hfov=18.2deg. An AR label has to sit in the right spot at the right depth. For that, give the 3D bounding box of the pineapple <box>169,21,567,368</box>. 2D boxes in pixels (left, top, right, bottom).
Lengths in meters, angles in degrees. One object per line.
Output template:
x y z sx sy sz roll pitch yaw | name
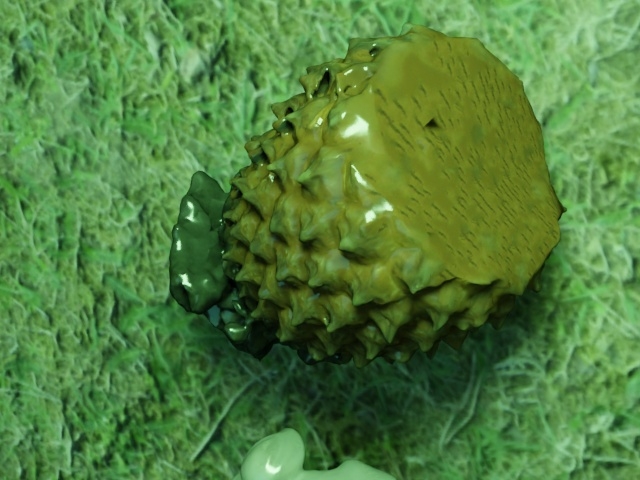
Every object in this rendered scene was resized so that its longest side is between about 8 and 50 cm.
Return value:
-0.002 0.000 1.437 0.357 0.223 0.223 -28 91 51 | pineapple

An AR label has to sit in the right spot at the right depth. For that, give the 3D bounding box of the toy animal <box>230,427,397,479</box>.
-0.012 0.313 1.590 0.208 0.154 0.325 34 130 27 | toy animal
